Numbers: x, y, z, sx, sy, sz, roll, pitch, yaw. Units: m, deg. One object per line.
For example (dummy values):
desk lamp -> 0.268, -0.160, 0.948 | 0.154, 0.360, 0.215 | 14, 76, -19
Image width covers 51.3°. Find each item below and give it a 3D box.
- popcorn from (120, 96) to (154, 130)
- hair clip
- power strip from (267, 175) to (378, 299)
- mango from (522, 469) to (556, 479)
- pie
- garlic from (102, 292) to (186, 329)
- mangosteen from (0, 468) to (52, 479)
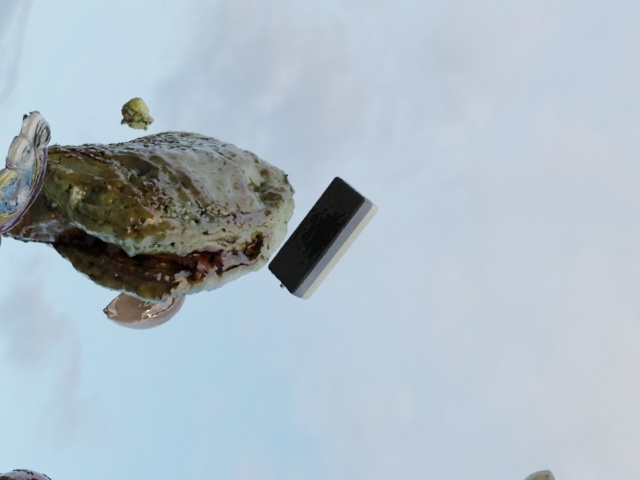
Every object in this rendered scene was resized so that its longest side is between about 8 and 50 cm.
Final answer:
popcorn -> -0.381, -0.262, 1.380 | 0.083, 0.059, 0.068 | 29, -69, 38
hair clip -> -0.343, -0.053, 0.710 | 0.172, 0.049, 0.116 | -61, -172, -33
power strip -> 0.000, 0.000, 1.357 | 0.257, 0.070, 0.105 | -51, -129, 7
mango -> 0.267, 0.470, 0.983 | 0.119, 0.176, 0.317 | 29, -128, 24
pie -> -0.242, -0.077, 1.086 | 0.395, 0.418, 0.180 | 22, -58, 20
garlic -> -0.350, 0.129, 1.368 | 0.087, 0.195, 0.101 | -4, -67, 51
mangosteen -> -0.510, 0.448, 1.080 | 0.180, 0.166, 0.166 | 15, -97, 27
